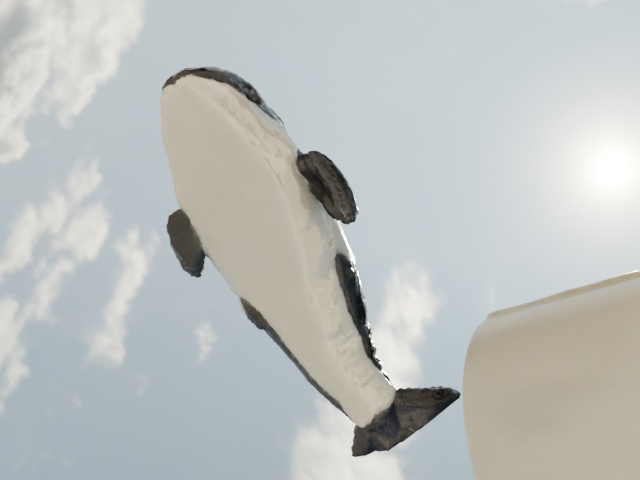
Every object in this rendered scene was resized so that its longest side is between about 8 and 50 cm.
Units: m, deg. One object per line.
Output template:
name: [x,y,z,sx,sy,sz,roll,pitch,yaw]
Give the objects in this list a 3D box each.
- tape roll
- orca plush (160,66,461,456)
tape roll: [0.252,0.161,0.785,0.169,0.246,0.246,-21,-131,32]
orca plush: [0.000,0.000,0.642,0.151,0.287,0.102,-43,179,37]
